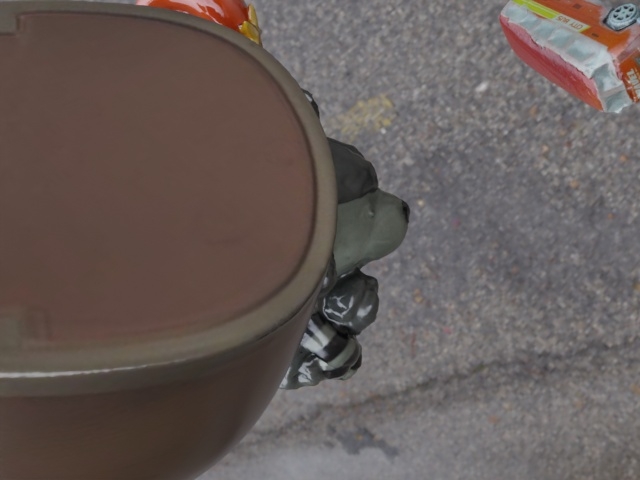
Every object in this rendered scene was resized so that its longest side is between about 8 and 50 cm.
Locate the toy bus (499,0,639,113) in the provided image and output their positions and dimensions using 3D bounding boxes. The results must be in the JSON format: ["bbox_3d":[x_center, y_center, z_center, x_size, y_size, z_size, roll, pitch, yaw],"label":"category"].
[{"bbox_3d":[0.353,-0.267,1.355,0.121,0.120,0.265,52,-179,-39],"label":"toy bus"}]

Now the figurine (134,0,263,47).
[{"bbox_3d":[-0.156,-0.118,0.969,0.181,0.257,0.208,-5,128,46],"label":"figurine"}]

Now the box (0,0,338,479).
[{"bbox_3d":[-0.151,0.021,0.610,0.301,0.301,0.216,37,140,17],"label":"box"}]

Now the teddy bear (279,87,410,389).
[{"bbox_3d":[-0.001,0.019,0.819,0.144,0.171,0.251,5,131,-9],"label":"teddy bear"}]
